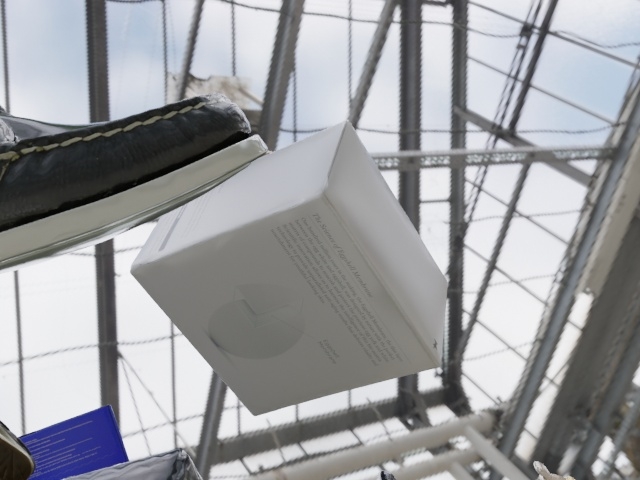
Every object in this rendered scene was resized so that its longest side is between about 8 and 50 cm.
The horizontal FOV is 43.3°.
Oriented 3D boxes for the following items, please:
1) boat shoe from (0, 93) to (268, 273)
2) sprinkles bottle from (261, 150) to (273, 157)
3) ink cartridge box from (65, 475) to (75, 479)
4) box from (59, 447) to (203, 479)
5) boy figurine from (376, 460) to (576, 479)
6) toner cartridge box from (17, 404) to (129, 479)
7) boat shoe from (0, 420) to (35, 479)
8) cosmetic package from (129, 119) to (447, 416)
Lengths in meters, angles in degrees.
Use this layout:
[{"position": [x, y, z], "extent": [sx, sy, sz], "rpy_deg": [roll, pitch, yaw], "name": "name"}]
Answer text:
[{"position": [-0.174, -0.018, 0.346], "extent": [0.303, 0.114, 0.091], "rpy_deg": [-21, -88, -13], "name": "boat shoe"}, {"position": [0.000, 0.000, 1.187], "extent": [0.121, 0.355, 0.121], "rpy_deg": [-29, -39, -27], "name": "sprinkles bottle"}, {"position": [-0.355, 0.419, 1.140], "extent": [0.099, 0.135, 0.056], "rpy_deg": [-31, -17, -19], "name": "ink cartridge box"}, {"position": [-0.271, 0.526, 0.829], "extent": [0.480, 0.297, 0.471], "rpy_deg": [-18, -66, 14], "name": "box"}, {"position": [0.179, 0.257, 0.647], "extent": [0.285, 0.092, 0.177], "rpy_deg": [8, -70, 0], "name": "boy figurine"}, {"position": [-0.459, 0.387, 1.206], "extent": [0.348, 0.165, 0.075], "rpy_deg": [-17, -15, -19], "name": "toner cartridge box"}, {"position": [-0.425, 0.251, 1.022], "extent": [0.056, 0.152, 0.049], "rpy_deg": [-45, -3, -12], "name": "boat shoe"}, {"position": [-0.021, 0.035, 0.815], "extent": [0.225, 0.138, 0.224], "rpy_deg": [-19, -59, 27], "name": "cosmetic package"}]
